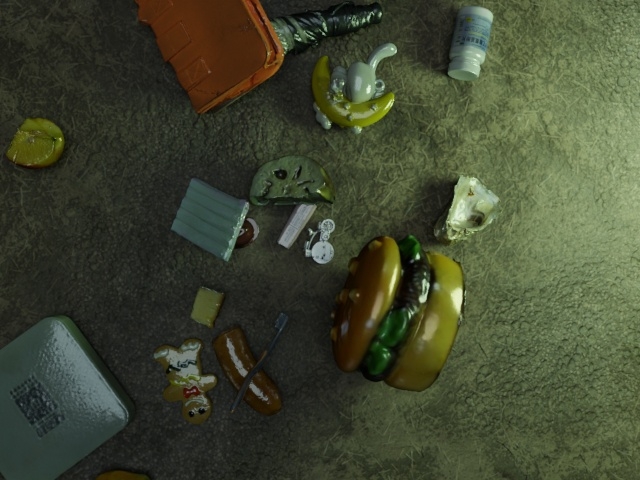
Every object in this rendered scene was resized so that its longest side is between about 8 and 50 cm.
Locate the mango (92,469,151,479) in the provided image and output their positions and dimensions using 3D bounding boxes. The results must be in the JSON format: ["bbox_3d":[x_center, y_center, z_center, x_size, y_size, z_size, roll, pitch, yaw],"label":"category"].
[{"bbox_3d":[-0.544,0.682,1.729,0.165,0.089,0.115,11,78,-7],"label":"mango"}]

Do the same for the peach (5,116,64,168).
[{"bbox_3d":[-0.764,-0.250,1.721,0.151,0.118,0.151,11,50,-14],"label":"peach"}]

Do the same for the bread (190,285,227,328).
[{"bbox_3d":[-0.316,0.183,1.759,0.084,0.080,0.109,21,85,-1],"label":"bread"}]

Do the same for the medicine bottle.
[{"bbox_3d":[0.423,-0.560,1.819,0.102,0.103,0.187,13,87,-4],"label":"medicine bottle"}]

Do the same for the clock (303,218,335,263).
[{"bbox_3d":[0.000,0.000,1.805,0.087,0.041,0.129,10,93,-7],"label":"clock"}]

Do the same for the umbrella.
[{"bbox_3d":[0.003,-0.604,1.806,0.357,0.106,0.113,-17,99,-12],"label":"umbrella"}]

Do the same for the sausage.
[{"bbox_3d":[-0.199,0.365,1.753,0.109,0.109,0.270,-35,91,-4],"label":"sausage"}]

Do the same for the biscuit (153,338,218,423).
[{"bbox_3d":[-0.367,0.393,1.774,0.158,0.035,0.240,-19,90,-2],"label":"biscuit"}]

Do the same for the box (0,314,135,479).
[{"bbox_3d":[-0.742,0.439,1.719,0.367,0.090,0.373,-36,92,-3],"label":"box"}]

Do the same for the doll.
[{"bbox_3d":[0.093,-0.423,1.791,0.237,0.111,0.252,1,90,12],"label":"doll"}]

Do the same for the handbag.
[{"bbox_3d":[-0.308,-0.581,1.719,0.303,0.116,0.410,-29,91,24],"label":"handbag"}]

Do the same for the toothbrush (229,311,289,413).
[{"bbox_3d":[-0.162,0.325,1.717,0.031,0.023,0.321,35,55,-10],"label":"toothbrush"}]

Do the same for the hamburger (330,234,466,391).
[{"bbox_3d":[0.172,0.193,1.651,0.277,0.396,0.396,18,87,-5],"label":"hamburger"}]

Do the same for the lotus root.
[{"bbox_3d":[-0.081,-0.157,1.749,0.234,0.119,0.138,-6,72,7],"label":"lotus root"}]

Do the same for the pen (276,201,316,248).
[{"bbox_3d":[-0.056,-0.068,1.808,0.053,0.032,0.197,30,88,-2],"label":"pen"}]

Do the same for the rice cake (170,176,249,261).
[{"bbox_3d":[-0.302,-0.060,1.756,0.198,0.037,0.189,20,85,18],"label":"rice cake"}]

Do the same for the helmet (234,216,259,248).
[{"bbox_3d":[-0.227,-0.025,1.781,0.111,0.057,0.089,-22,88,-4],"label":"helmet"}]

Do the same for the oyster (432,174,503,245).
[{"bbox_3d":[0.404,-0.071,1.818,0.161,0.107,0.233,40,68,3],"label":"oyster"}]
